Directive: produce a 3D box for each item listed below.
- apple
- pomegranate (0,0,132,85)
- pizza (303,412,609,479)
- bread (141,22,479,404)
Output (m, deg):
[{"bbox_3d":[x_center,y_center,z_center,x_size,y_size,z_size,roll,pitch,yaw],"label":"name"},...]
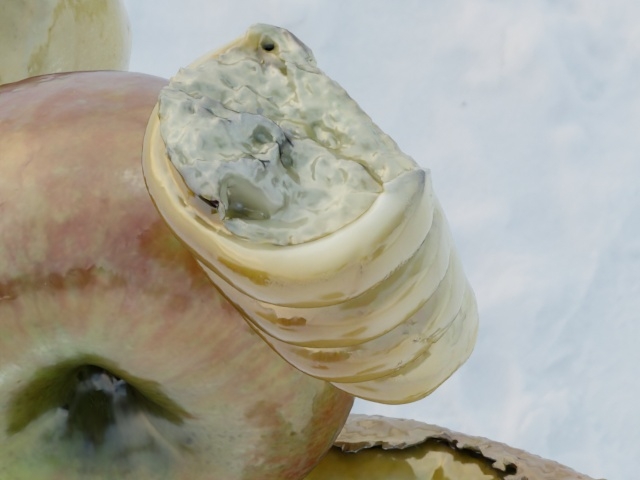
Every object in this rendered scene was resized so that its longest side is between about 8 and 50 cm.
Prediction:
[{"bbox_3d":[-0.128,0.028,0.725,0.309,0.278,0.250,11,33,-7],"label":"apple"},{"bbox_3d":[-0.329,-0.173,1.063,0.332,0.332,0.333,8,59,-13],"label":"pomegranate"},{"bbox_3d":[0.019,0.250,0.777,0.435,0.080,0.392,-41,61,-5],"label":"pizza"},{"bbox_3d":[0.000,0.000,0.476,0.084,0.177,0.119,-42,55,-6],"label":"bread"}]
